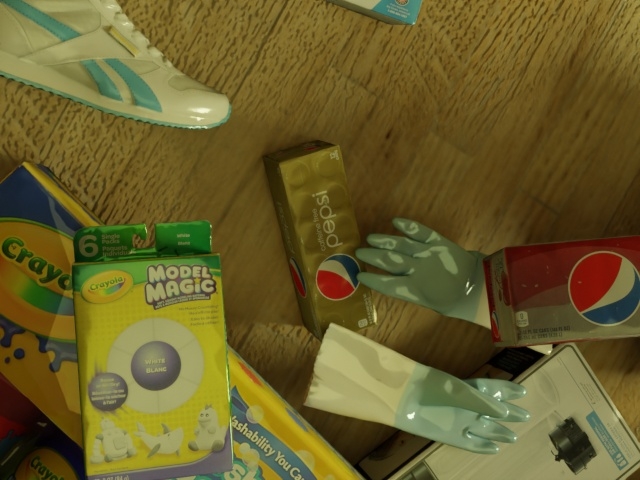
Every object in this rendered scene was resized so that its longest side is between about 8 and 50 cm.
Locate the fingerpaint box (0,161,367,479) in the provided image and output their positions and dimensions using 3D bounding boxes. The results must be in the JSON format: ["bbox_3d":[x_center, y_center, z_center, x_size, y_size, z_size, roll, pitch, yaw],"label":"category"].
[{"bbox_3d":[-0.202,0.221,0.705,0.371,0.163,0.445,-44,100,-6],"label":"fingerpaint box"}]

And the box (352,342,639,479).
[{"bbox_3d":[0.175,0.244,0.909,0.289,0.087,0.169,-35,99,-9],"label":"box"}]

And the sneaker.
[{"bbox_3d":[-0.175,-0.153,0.717,0.228,0.087,0.092,18,94,-24],"label":"sneaker"}]

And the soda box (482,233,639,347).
[{"bbox_3d":[0.288,0.042,0.791,0.263,0.083,0.092,-5,82,-4],"label":"soda box"}]

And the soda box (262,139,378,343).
[{"bbox_3d":[0.000,0.000,0.825,0.061,0.058,0.182,-18,107,-15],"label":"soda box"}]

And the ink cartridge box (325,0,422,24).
[{"bbox_3d":[0.056,-0.268,0.789,0.088,0.052,0.123,14,98,-22],"label":"ink cartridge box"}]

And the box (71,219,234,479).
[{"bbox_3d":[-0.118,0.077,0.613,0.105,0.043,0.179,-4,90,-14],"label":"box"}]

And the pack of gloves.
[{"bbox_3d":[0.123,0.095,0.817,0.232,0.046,0.195,19,89,-17],"label":"pack of gloves"}]
